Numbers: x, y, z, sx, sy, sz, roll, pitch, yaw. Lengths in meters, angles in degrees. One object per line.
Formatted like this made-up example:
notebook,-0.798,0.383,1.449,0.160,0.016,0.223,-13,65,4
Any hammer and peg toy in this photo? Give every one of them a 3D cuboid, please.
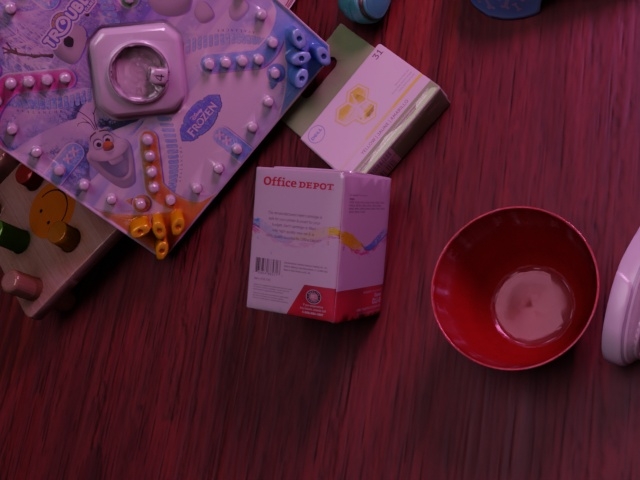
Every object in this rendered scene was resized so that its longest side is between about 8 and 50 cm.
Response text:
hammer and peg toy,-0.432,-0.087,1.336,0.266,0.127,0.361,-44,58,8

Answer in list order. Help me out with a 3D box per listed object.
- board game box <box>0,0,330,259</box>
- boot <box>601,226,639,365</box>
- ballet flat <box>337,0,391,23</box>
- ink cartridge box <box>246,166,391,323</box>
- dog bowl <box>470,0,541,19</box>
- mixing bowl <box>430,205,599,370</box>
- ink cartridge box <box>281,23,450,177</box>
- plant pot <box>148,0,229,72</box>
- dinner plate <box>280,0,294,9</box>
board game box,-0.240,-0.221,1.122,0.390,0.390,0.050,-49,25,6
boot,0.389,0.023,0.865,0.123,0.095,0.258,20,82,39
ballet flat,0.090,-0.421,1.203,0.087,0.083,0.247,19,80,47
ink cartridge box,0.000,0.000,1.042,0.128,0.127,0.176,8,96,31
dog bowl,0.312,-0.391,1.072,0.297,0.074,0.166,-12,67,25
mixing bowl,0.225,0.062,0.941,0.181,0.098,0.181,-10,69,26
ink cartridge box,0.038,-0.193,1.164,0.171,0.056,0.235,-49,59,5
plant pot,-0.243,-0.369,1.227,0.235,0.267,0.267,28,103,-10
dinner plate,-0.089,-0.385,1.323,0.141,0.017,0.141,-9,69,25
